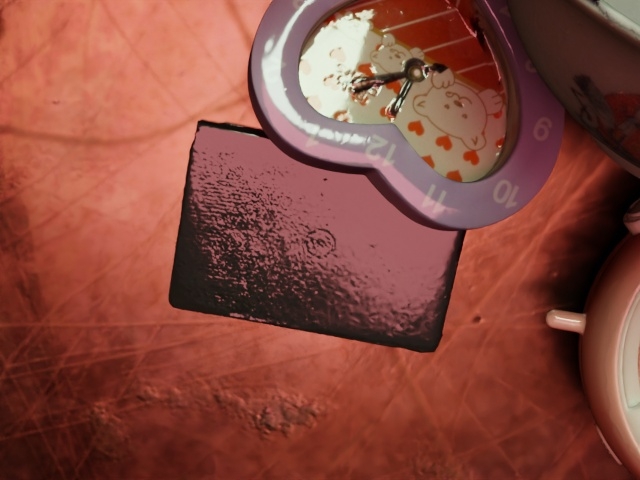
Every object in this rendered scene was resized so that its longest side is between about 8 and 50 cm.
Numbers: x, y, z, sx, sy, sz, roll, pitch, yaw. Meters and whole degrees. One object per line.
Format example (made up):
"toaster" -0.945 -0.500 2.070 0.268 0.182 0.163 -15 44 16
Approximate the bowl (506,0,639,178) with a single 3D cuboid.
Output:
"bowl" 0.231 -0.122 0.439 0.345 0.346 0.157 6 143 -3

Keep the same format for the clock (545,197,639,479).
"clock" 0.280 0.070 0.529 0.227 0.142 0.241 -36 90 10

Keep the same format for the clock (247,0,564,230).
"clock" 0.060 -0.106 0.513 0.198 0.064 0.172 26 85 -8

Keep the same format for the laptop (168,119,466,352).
"laptop" 0.000 0.000 0.564 0.197 0.016 0.135 12 102 -2
